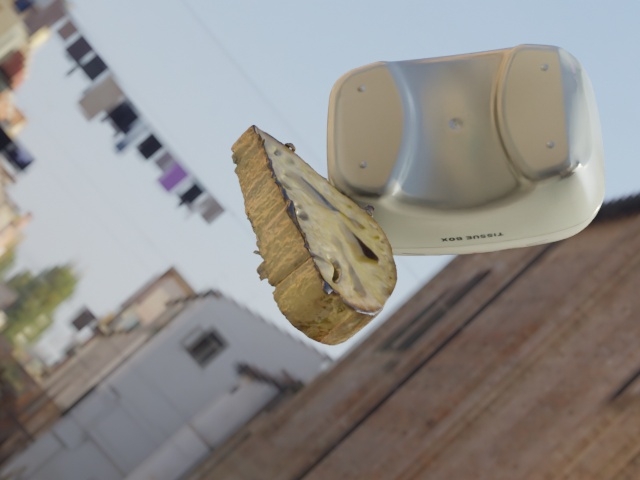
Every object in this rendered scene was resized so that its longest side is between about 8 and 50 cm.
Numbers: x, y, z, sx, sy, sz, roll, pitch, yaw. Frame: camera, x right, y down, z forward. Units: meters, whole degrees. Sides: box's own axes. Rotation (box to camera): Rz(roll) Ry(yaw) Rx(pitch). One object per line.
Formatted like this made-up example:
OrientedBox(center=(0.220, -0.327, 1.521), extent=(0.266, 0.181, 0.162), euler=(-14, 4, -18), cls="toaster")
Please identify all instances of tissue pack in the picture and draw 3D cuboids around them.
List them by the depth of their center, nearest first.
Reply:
OrientedBox(center=(0.180, -0.100, 1.902), extent=(0.236, 0.333, 0.229), euler=(61, 26, -64), cls="tissue pack")

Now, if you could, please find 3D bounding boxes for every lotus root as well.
OrientedBox(center=(0.000, 0.000, 1.680), extent=(0.170, 0.074, 0.261), euler=(20, 37, -33), cls="lotus root")
